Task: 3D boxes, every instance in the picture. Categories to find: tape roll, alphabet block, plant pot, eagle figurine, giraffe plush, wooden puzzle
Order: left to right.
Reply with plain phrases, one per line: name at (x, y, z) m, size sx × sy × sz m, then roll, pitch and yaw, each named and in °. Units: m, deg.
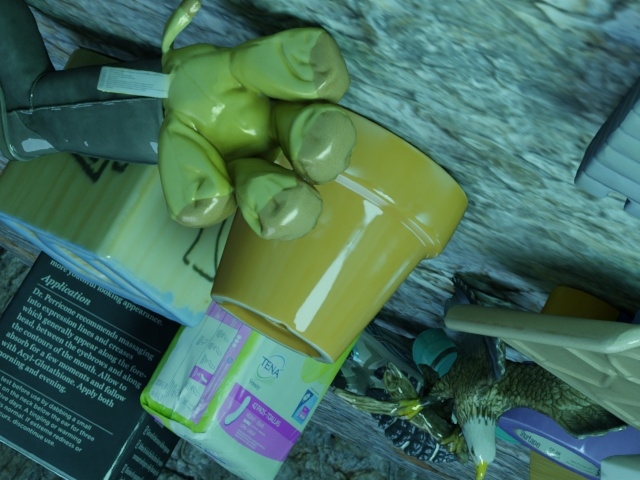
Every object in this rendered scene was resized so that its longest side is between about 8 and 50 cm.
alphabet block at (-0.190, -0.054, 1.696) m, size 0.193 × 0.197 × 0.192 m, roll 21°, pitch 166°, yaw 34°
giraffe plush at (-0.053, -0.088, 1.326) m, size 0.210 × 0.181 × 0.170 m, roll 27°, pitch -178°, yaw 20°
plant pot at (0.000, 0.000, 1.476) m, size 0.205 × 0.188 × 0.205 m, roll 28°, pitch 169°, yaw 6°
eagle figurine at (0.199, 0.160, 1.837) m, size 0.226 × 0.225 × 0.298 m, roll -11°, pitch 160°, yaw -38°
tape roll at (0.313, 0.229, 2.019) m, size 0.189 × 0.080 × 0.189 m, roll 29°, pitch 170°, yaw 6°
wooden puzzle at (0.332, 0.128, 1.538) m, size 0.348 × 0.080 × 0.322 m, roll 28°, pitch 171°, yaw -22°

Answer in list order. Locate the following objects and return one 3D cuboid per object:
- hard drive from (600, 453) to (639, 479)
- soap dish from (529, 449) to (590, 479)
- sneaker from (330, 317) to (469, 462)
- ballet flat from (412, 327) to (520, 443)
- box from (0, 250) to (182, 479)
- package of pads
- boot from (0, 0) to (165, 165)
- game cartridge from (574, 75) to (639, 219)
hard drive at (0.449, 0.248, 1.603) m, size 0.210 × 0.040 × 0.319 m, roll 0°, pitch -179°, yaw -22°
soap dish at (0.432, 0.350, 2.165) m, size 0.291 × 0.118 × 0.229 m, roll 18°, pitch 165°, yaw 49°
sneaker at (0.112, 0.180, 2.181) m, size 0.122 × 0.110 × 0.283 m, roll -19°, pitch -132°, yaw -41°
ballet flat at (0.202, 0.179, 2.123) m, size 0.247 × 0.083 × 0.087 m, roll 39°, pitch -170°, yaw -41°
box at (-0.230, 0.102, 1.978) m, size 0.212 × 0.395 × 0.293 m, roll 29°, pitch 168°, yaw 8°
package of pads at (-0.055, 0.103, 1.798) m, size 0.101 × 0.296 × 0.229 m, roll 26°, pitch 168°, yaw 27°
boot at (-0.227, -0.159, 1.575) m, size 0.208 × 0.189 × 0.076 m, roll -1°, pitch -164°, yaw 37°
game cartridge at (0.337, 0.002, 0.982) m, size 0.355 × 0.068 × 0.230 m, roll 29°, pitch 165°, yaw 4°
